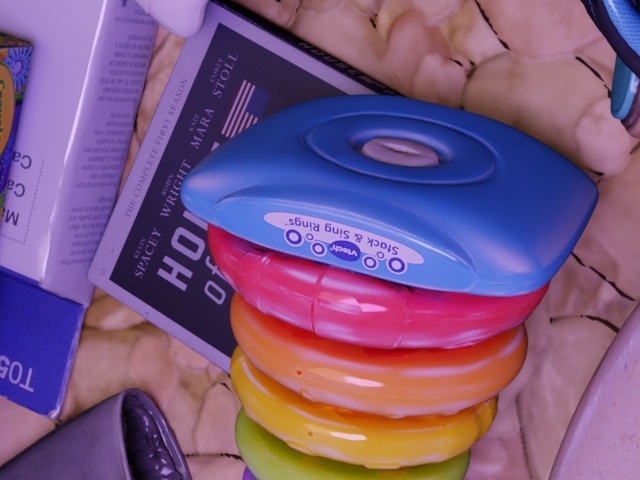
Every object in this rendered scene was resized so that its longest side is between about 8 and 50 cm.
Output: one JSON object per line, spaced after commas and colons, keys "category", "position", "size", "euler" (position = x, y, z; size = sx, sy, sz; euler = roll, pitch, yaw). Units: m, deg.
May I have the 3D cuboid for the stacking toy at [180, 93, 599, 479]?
{"category": "stacking toy", "position": [0.016, 0.094, 0.888], "size": [0.175, 0.166, 0.302], "euler": [15, 114, 15]}

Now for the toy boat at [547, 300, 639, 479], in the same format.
{"category": "toy boat", "position": [0.242, 0.169, 0.795], "size": [0.318, 0.148, 0.268], "euler": [34, 117, 33]}

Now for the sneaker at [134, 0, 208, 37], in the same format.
{"category": "sneaker", "position": [-0.013, -0.193, 0.948], "size": [0.232, 0.115, 0.090], "euler": [-33, 33, 8]}

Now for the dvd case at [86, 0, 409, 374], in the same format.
{"category": "dvd case", "position": [0.000, 0.000, 0.973], "size": [0.238, 0.029, 0.179], "euler": [31, 106, 22]}

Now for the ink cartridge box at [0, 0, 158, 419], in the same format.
{"category": "ink cartridge box", "position": [-0.259, -0.096, 1.083], "size": [0.324, 0.071, 0.330], "euler": [19, 100, 25]}

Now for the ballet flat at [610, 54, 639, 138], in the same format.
{"category": "ballet flat", "position": [0.182, -0.162, 0.857], "size": [0.073, 0.080, 0.232], "euler": [4, 98, -1]}

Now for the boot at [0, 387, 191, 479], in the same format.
{"category": "boot", "position": [-0.158, 0.203, 1.051], "size": [0.208, 0.076, 0.190], "euler": [-21, 85, 20]}

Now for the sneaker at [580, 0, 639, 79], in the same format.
{"category": "sneaker", "position": [0.142, -0.149, 0.750], "size": [0.341, 0.139, 0.125], "euler": [47, 116, 17]}

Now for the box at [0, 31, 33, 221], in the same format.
{"category": "box", "position": [-0.341, -0.004, 0.998], "size": [0.279, 0.177, 0.290], "euler": [21, 106, 25]}
